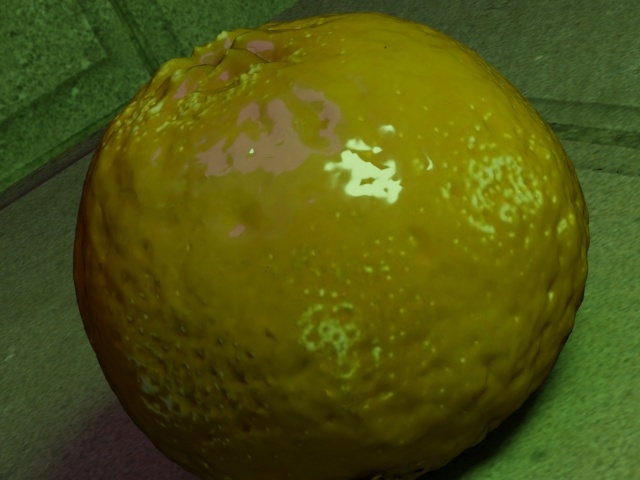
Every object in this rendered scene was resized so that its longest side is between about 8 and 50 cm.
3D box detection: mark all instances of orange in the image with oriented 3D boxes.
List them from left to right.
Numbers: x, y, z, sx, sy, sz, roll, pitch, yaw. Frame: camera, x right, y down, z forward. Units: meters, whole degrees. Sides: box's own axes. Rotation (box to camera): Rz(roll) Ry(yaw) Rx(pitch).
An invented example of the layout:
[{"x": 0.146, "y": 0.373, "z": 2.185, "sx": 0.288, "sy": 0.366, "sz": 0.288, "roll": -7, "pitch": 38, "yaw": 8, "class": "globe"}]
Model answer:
[{"x": 0.000, "y": 0.000, "z": 1.245, "sx": 0.341, "sy": 0.293, "sz": 0.340, "roll": -26, "pitch": 19, "yaw": 10, "class": "orange"}]
